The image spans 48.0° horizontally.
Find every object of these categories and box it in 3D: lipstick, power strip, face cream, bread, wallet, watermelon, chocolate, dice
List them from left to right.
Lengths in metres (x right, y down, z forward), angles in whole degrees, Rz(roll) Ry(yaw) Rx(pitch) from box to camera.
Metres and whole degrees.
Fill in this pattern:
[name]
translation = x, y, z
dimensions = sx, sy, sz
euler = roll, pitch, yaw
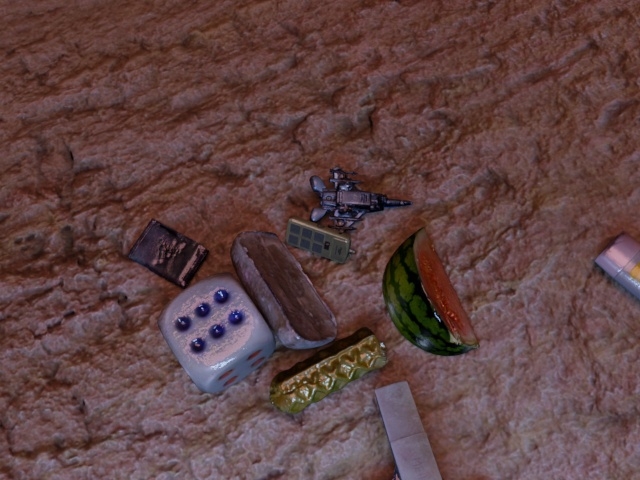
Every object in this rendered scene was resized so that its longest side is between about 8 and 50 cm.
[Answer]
[wallet]
translation = -0.357, 0.031, 1.681
dimensions = 0.165, 0.030, 0.111
euler = 28, 77, 15
[dice]
translation = -0.217, 0.197, 1.522
dimensions = 0.193, 0.192, 0.194
euler = -33, 72, -9
[chocolate]
translation = -0.092, 0.116, 1.572
dimensions = 0.100, 0.185, 0.303
euler = -45, 66, 19
[power strip]
translation = 0.000, 0.000, 1.652
dimensions = 0.168, 0.076, 0.028
euler = 19, 37, 11
[bread]
translation = 0.013, 0.280, 1.533
dimensions = 0.269, 0.087, 0.098
euler = -27, 71, -8
[lipstick]
translation = 0.188, 0.447, 1.364
dimensions = 0.076, 0.080, 0.372
euler = -16, 47, 0
[watermelon]
translation = 0.223, 0.110, 1.568
dimensions = 0.159, 0.128, 0.304
euler = -20, 69, -5
[face cream]
translation = 0.738, 0.099, 1.579
dimensions = 0.107, 0.073, 0.269
euler = -39, 70, -20

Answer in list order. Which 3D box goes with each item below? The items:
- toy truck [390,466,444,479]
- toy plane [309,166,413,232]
[toy truck]
translation = 0.154, 0.513, 1.437
dimensions = 0.192, 0.083, 0.092
euler = -32, 65, -9
[toy plane]
translation = 0.097, -0.091, 1.679
dimensions = 0.246, 0.078, 0.169
euler = 1, 78, 2
